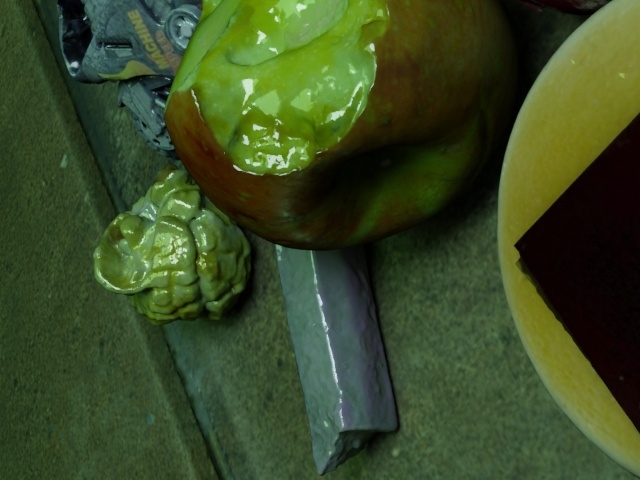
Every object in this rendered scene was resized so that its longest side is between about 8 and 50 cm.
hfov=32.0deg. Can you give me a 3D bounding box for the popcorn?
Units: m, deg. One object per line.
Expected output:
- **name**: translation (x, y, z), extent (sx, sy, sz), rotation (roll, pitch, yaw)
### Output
- **popcorn**: translation (-0.124, 0.010, 1.013), extent (0.135, 0.162, 0.141), rotation (42, 151, 5)

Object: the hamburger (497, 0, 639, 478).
- **hamburger**: translation (0.231, -0.007, 0.552), extent (0.302, 0.170, 0.302), rotation (5, 97, 49)

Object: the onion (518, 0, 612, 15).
- **onion**: translation (0.168, -0.252, 0.635), extent (0.246, 0.190, 0.246), rotation (-18, 64, 43)

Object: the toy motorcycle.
- **toy motorcycle**: translation (-0.137, -0.204, 0.911), extent (0.173, 0.108, 0.307), rotation (31, 134, 12)

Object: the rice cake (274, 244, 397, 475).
- **rice cake**: translation (0.000, 0.000, 0.894), extent (0.056, 0.072, 0.365), rotation (-27, 66, 45)

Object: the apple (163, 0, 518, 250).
- **apple**: translation (0.005, -0.122, 0.768), extent (0.246, 0.246, 0.226), rotation (-47, 53, 36)
